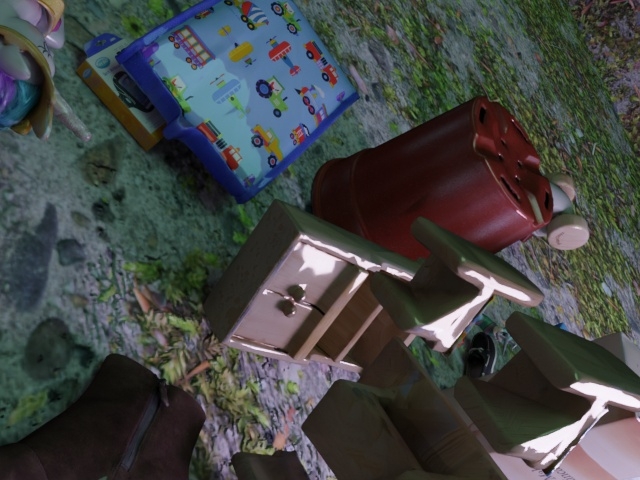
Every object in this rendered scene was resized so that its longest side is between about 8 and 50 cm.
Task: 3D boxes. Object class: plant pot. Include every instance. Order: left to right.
[{"bbox_3d":[0.175,-0.061,1.028,0.272,0.265,0.272,30,46,-36],"label":"plant pot"}]

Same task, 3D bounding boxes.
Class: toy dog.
[{"bbox_3d":[0.392,-0.084,1.446,0.333,0.161,0.220,37,42,-6],"label":"toy dog"}]

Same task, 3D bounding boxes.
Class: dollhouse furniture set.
[{"bbox_3d":[0.078,0.161,0.701,0.256,0.362,0.394,22,21,-39],"label":"dollhouse furniture set"}]

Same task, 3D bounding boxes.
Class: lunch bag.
[{"bbox_3d":[-0.104,-0.192,0.885,0.221,0.138,0.293,53,36,-13],"label":"lunch bag"}]

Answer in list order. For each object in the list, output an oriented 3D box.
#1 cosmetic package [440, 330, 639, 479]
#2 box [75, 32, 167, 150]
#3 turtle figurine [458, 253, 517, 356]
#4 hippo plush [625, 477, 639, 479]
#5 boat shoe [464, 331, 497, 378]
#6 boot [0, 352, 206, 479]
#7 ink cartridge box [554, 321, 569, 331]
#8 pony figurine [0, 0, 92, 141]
[{"bbox_3d":[0.318,0.255,0.961,0.153,0.296,0.129,37,43,-27],"label":"cosmetic package"},{"bbox_3d":[-0.225,-0.180,0.828,0.136,0.028,0.081,49,37,-12],"label":"box"},{"bbox_3d":[0.251,0.080,1.148,0.234,0.118,0.175,-78,158,-61],"label":"turtle figurine"},{"bbox_3d":[0.420,0.332,1.159,0.236,0.234,0.294,18,29,-5],"label":"hippo plush"},{"bbox_3d":[0.258,0.199,1.142,0.038,0.046,0.125,43,47,-31],"label":"boat shoe"},{"bbox_3d":[-0.213,0.171,0.581,0.248,0.090,0.207,38,27,-21],"label":"boot"},{"bbox_3d":[0.461,0.228,1.360,0.088,0.052,0.122,60,34,0],"label":"ink cartridge box"},{"bbox_3d":[-0.327,-0.274,0.601,0.351,0.302,0.363,42,24,-38],"label":"pony figurine"}]
